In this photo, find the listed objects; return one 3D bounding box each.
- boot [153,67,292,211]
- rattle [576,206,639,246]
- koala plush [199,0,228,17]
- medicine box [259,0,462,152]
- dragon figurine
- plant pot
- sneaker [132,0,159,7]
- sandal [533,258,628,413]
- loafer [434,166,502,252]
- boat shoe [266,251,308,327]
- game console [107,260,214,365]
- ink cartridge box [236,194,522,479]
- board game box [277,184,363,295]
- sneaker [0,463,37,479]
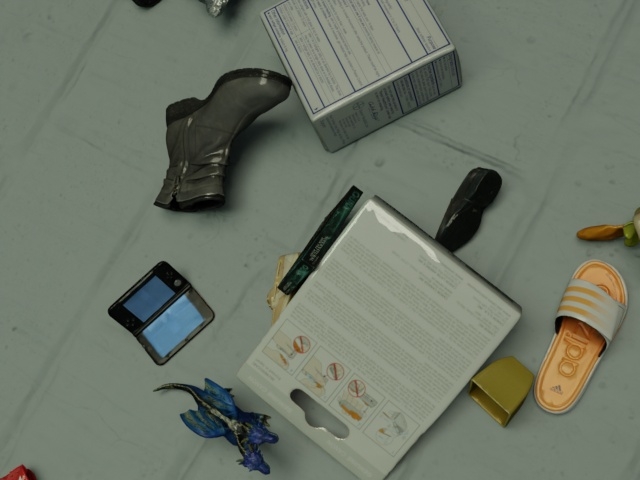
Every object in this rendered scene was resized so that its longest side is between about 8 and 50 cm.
[{"bbox_3d":[-0.178,-0.170,1.518,0.338,0.118,0.223,-17,64,47],"label":"boot"},{"bbox_3d":[0.524,0.052,1.327,0.142,0.130,0.200,-26,94,16],"label":"rattle"},{"bbox_3d":[-0.189,-0.572,1.669,0.221,0.203,0.196,-43,66,11],"label":"koala plush"},{"bbox_3d":[0.076,-0.357,1.535,0.289,0.149,0.264,-26,68,4],"label":"medicine box"},{"bbox_3d":[-0.175,0.290,1.386,0.289,0.144,0.085,31,81,22],"label":"dragon figurine"},{"bbox_3d":[0.297,0.235,1.320,0.083,0.081,0.081,-40,66,-16],"label":"plant pot"},{"bbox_3d":[-0.334,-0.603,1.761,0.234,0.084,0.097,-38,66,0],"label":"sneaker"},{"bbox_3d":[0.420,0.151,1.314,0.102,0.076,0.265,20,78,20],"label":"sandal"},{"bbox_3d":[0.251,-0.053,1.446,0.170,0.062,0.061,-54,29,0],"label":"loafer"},{"bbox_3d":[-0.065,0.102,1.469,0.059,0.063,0.170,1,64,29],"label":"boat shoe"},{"bbox_3d":[-0.292,0.133,1.505,0.144,0.124,0.085,-42,40,-2],"label":"game console"},{"bbox_3d":[0.093,0.167,1.366,0.308,0.091,0.385,38,101,5],"label":"ink cartridge box"},{"bbox_3d":[0.000,0.000,1.416,0.026,0.126,0.186,37,56,-3],"label":"board game box"},{"bbox_3d":[-0.595,0.450,1.487,0.221,0.087,0.128,25,71,9],"label":"sneaker"}]
